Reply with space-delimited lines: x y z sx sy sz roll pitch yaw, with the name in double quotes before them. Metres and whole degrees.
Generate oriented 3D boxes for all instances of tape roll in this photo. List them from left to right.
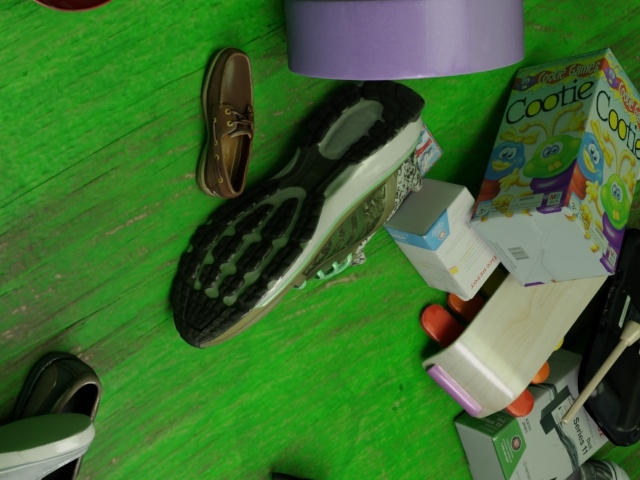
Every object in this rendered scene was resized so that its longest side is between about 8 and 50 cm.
"tape roll" 0.097 -0.249 1.635 0.275 0.275 0.090 -13 108 -34

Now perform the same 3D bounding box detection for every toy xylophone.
"toy xylophone" 0.296 0.115 1.940 0.323 0.081 0.236 -41 95 -22

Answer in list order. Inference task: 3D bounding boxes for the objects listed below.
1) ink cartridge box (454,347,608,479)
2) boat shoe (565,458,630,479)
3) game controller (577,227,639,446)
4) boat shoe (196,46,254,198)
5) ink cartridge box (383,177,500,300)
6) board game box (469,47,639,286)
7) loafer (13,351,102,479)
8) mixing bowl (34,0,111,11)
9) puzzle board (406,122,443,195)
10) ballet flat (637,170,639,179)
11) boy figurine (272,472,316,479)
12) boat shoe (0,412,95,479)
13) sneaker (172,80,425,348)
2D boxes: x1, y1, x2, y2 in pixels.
"ink cartridge box" 0.307 0.270 2.025 0.208 0.087 0.153 -35 119 -27
"boat shoe" 0.370 0.487 2.117 0.119 0.121 0.335 15 80 -30
"game controller" 0.454 0.137 2.071 0.166 0.067 0.319 43 53 -27
"boat shoe" -0.100 -0.135 1.649 0.064 0.060 0.177 1 99 -37
"ink cartridge box" 0.170 0.003 1.862 0.092 0.090 0.143 -49 124 -18
"board game box" 0.322 -0.097 1.862 0.144 0.142 0.275 47 49 -34
"loafer" -0.311 0.258 1.562 0.096 0.084 0.267 18 89 -37
"mixing bowl" -0.274 -0.328 1.453 0.181 0.098 0.181 -9 105 -34
"puzzle board" 0.099 -0.103 1.836 0.128 0.011 0.096 -49 124 -19
"ballet flat" 0.441 -0.118 2.059 0.231 0.077 0.077 -17 131 -30
"boy figurine" -0.055 0.440 1.791 0.177 0.092 0.285 22 83 -40
"boat shoe" -0.340 0.251 1.504 0.228 0.079 0.081 -19 111 0
"sneaker" 0.000 0.000 1.711 0.410 0.158 0.182 -45 135 -16
